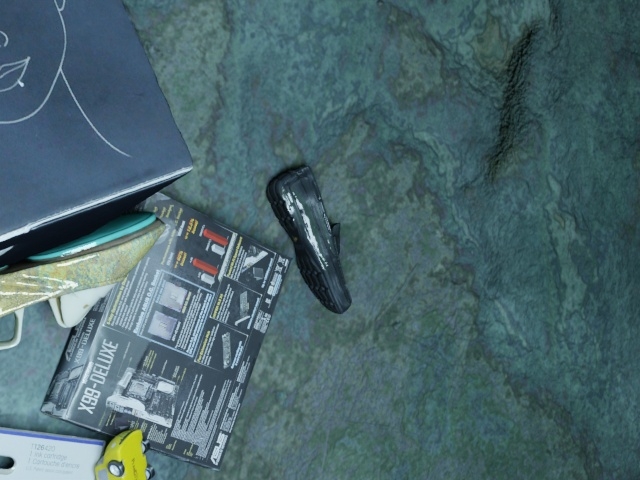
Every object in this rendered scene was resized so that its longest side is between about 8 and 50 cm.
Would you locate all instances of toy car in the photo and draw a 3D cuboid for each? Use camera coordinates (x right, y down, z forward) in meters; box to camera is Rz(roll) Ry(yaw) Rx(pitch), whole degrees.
[{"bbox_3d":[-0.230,0.351,1.355,0.225,0.053,0.239,20,81,-65],"label":"toy car"}]

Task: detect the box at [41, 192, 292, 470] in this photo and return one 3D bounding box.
[{"bbox_3d":[-0.192,0.119,1.396,0.242,0.076,0.308,27,75,-35],"label":"box"}]

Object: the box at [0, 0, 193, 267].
[{"bbox_3d":[-0.453,-0.174,0.981,0.479,0.297,0.472,-23,91,-35],"label":"box"}]

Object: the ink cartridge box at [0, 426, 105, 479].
[{"bbox_3d":[-0.425,0.361,1.235,0.303,0.072,0.307,16,80,-36],"label":"ink cartridge box"}]

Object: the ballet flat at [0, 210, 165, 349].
[{"bbox_3d":[-0.340,0.060,1.242,0.348,0.123,0.123,-17,102,-24],"label":"ballet flat"}]

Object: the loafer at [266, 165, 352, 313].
[{"bbox_3d":[0.000,0.000,1.539,0.078,0.076,0.223,-30,106,-25],"label":"loafer"}]
